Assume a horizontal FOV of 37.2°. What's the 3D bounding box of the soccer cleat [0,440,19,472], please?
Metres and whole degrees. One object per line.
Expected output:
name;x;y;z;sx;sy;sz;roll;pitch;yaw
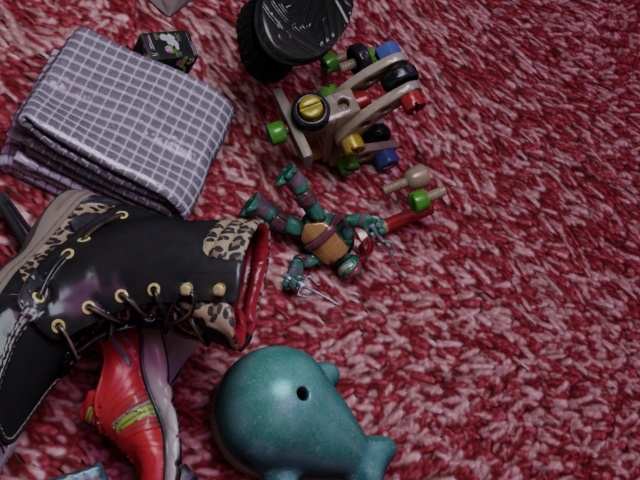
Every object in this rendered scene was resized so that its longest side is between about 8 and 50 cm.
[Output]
soccer cleat;-0.382;0.254;1.145;0.036;0.029;0.083;7;56;-19

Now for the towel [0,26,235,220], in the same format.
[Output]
towel;-0.285;-0.161;1.366;0.284;0.121;0.235;26;54;-12

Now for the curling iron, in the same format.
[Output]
curling iron;-0.347;0.044;1.273;0.274;0.035;0.068;48;54;3

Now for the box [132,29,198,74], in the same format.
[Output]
box;-0.245;-0.290;1.493;0.083;0.062;0.052;-12;71;-32

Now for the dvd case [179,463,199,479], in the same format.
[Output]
dvd case;-0.162;0.412;1.178;0.164;0.018;0.221;-34;82;-38

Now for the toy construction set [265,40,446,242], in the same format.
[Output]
toy construction set;0.037;-0.143;1.500;0.237;0.257;0.308;-24;99;-17

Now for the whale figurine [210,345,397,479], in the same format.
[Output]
whale figurine;-0.010;0.248;1.270;0.272;0.141;0.216;32;53;-9

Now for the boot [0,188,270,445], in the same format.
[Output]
boot;-0.231;0.088;1.117;0.284;0.138;0.377;5;41;11

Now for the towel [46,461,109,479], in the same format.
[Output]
towel;-0.310;0.462;1.052;0.272;0.040;0.370;-14;70;-28

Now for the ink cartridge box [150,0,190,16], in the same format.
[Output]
ink cartridge box;-0.226;-0.495;1.606;0.134;0.078;0.231;41;53;-2

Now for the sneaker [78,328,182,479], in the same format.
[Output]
sneaker;-0.239;0.224;1.187;0.118;0.107;0.279;-9;67;-12

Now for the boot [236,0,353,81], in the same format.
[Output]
boot;-0.060;-0.331;1.486;0.131;0.260;0.348;37;47;-14

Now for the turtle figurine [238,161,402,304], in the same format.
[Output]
turtle figurine;0.000;0.000;1.433;0.175;0.118;0.234;-45;104;4

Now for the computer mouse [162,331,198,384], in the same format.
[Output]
computer mouse;-0.192;0.119;1.309;0.106;0.042;0.193;30;54;-11
